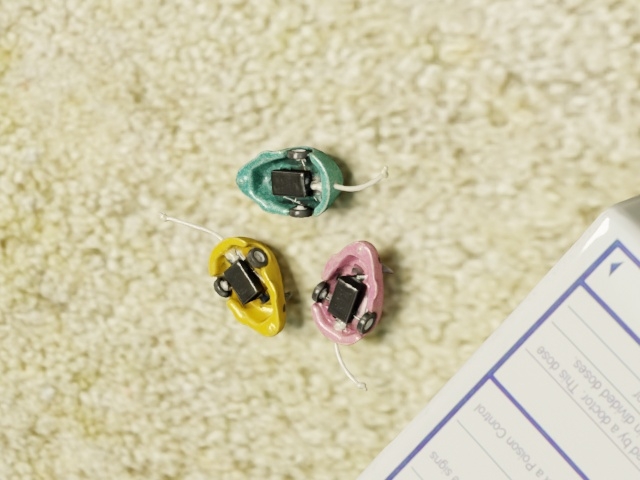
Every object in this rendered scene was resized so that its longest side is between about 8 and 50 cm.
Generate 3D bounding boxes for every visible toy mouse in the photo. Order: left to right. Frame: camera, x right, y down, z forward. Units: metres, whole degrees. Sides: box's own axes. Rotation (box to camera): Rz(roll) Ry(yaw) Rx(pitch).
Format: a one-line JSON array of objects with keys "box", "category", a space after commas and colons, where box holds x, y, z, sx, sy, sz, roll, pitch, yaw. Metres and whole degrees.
[{"box": [0.000, 0.000, 0.798, 0.161, 0.031, 0.143, 52, 124, 13], "category": "toy mouse"}]

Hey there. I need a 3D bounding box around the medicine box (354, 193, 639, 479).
[{"box": [0.160, 0.159, 0.651, 0.263, 0.149, 0.289, 48, 123, 16], "category": "medicine box"}]
